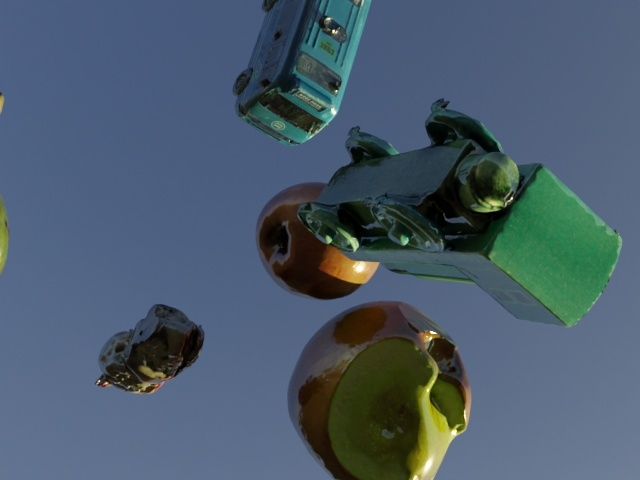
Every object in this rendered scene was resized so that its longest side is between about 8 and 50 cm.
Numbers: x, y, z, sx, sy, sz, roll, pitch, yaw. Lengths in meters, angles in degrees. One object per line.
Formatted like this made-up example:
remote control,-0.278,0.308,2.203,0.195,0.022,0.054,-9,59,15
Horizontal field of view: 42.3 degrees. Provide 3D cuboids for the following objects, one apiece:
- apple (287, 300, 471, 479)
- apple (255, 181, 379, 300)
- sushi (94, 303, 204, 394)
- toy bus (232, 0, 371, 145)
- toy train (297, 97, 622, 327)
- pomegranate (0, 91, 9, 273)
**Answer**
apple,0.129,0.312,1.650,0.374,0.384,0.374,-15,-47,-17
apple,0.000,0.000,1.656,0.253,0.253,0.253,8,-59,14
sushi,-0.343,0.220,1.665,0.130,0.124,0.332,35,-44,-18
toy bus,-0.019,-0.260,1.112,0.113,0.246,0.134,29,-25,-29
toy train,0.106,-0.014,0.754,0.194,0.120,0.298,38,-13,-19
pomegranate,-0.317,-0.035,0.603,0.202,0.248,0.202,18,-33,12
